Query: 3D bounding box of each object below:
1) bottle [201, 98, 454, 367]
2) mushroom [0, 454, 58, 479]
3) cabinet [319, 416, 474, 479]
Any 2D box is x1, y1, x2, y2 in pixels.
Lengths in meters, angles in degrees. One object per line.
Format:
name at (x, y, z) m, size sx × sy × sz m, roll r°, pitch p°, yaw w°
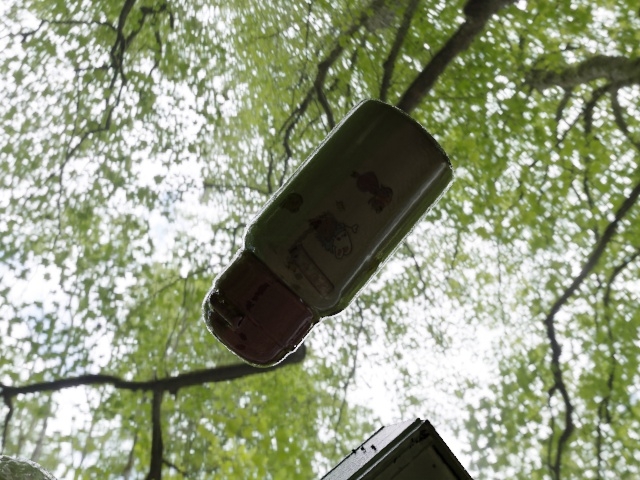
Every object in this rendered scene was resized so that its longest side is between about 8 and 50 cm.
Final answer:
bottle at (0.000, 0.000, 0.536) m, size 0.233 × 0.110 × 0.110 m, roll -50°, pitch -59°, yaw -8°
mushroom at (-0.564, 0.467, 1.091) m, size 0.247 × 0.130 × 0.344 m, roll 3°, pitch -45°, yaw -21°
cabinet at (0.113, 0.371, 0.964) m, size 0.145 × 0.150 × 0.206 m, roll -34°, pitch -10°, yaw -21°
